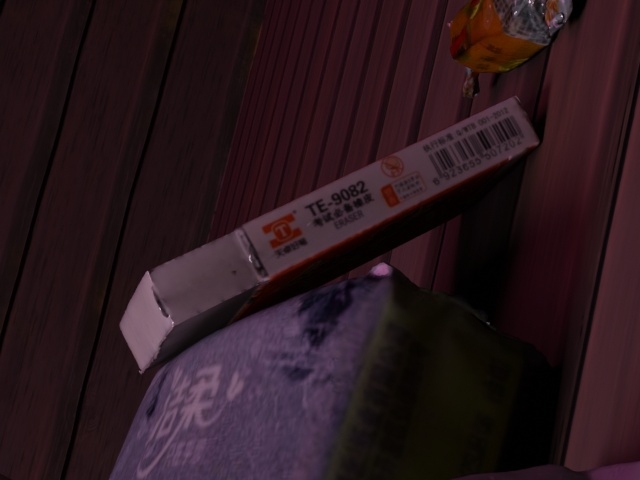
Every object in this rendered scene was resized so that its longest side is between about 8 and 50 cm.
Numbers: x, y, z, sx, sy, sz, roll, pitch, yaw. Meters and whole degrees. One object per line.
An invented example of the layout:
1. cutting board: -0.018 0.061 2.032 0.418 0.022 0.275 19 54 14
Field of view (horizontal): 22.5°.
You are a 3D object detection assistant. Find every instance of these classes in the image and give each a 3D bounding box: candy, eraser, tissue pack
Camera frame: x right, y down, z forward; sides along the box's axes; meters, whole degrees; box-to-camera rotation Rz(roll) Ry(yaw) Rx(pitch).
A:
1. candy: 0.105 -0.126 0.940 0.182 0.046 0.053 141 141 -73
2. eraser: 0.000 0.000 0.912 0.038 0.230 0.157 62 163 6
3. tissue pack: -0.054 0.229 0.766 0.288 0.124 0.394 -25 41 59

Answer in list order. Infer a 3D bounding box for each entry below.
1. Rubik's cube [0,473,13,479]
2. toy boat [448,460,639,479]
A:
1. Rubik's cube: -0.263 0.401 1.099 0.347 0.344 0.346 -34 -34 -60
2. toy boat: 0.020 0.186 0.532 0.199 0.100 0.290 -26 27 57
